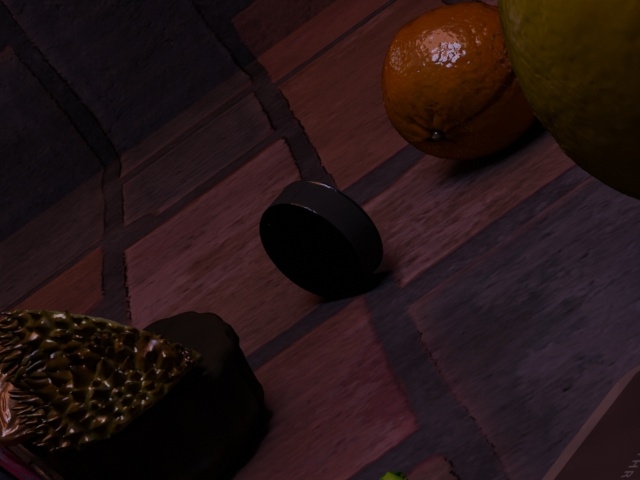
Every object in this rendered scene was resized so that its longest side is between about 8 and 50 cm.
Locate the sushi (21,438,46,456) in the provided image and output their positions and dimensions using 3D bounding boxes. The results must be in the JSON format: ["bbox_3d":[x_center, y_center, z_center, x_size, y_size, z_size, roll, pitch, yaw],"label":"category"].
[{"bbox_3d":[-0.306,0.181,2.038,0.127,0.124,0.225,-43,23,-22],"label":"sushi"}]

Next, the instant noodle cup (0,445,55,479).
[{"bbox_3d":[-0.413,0.272,1.839,0.258,0.302,0.181,34,84,40],"label":"instant noodle cup"}]

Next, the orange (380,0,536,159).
[{"bbox_3d":[0.160,-0.175,1.982,0.193,0.193,0.161,-23,45,39],"label":"orange"}]

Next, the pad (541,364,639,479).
[{"bbox_3d":[0.213,0.162,1.222,0.266,0.002,0.176,-46,19,-31],"label":"pad"}]

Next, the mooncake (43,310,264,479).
[{"bbox_3d":[-0.158,0.180,1.741,0.228,0.124,0.228,-28,19,11],"label":"mooncake"}]

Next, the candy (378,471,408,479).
[{"bbox_3d":[0.017,0.243,1.346,0.178,0.032,0.102,-40,16,-13],"label":"candy"}]

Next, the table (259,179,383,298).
[{"bbox_3d":[0.000,0.000,1.893,0.133,0.133,0.043,-17,26,50],"label":"table"}]

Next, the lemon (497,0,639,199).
[{"bbox_3d":[0.307,-0.182,1.390,0.348,0.348,0.348,-33,16,11],"label":"lemon"}]

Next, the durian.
[{"bbox_3d":[-0.226,0.129,1.680,0.139,0.144,0.252,-3,-9,-38],"label":"durian"}]

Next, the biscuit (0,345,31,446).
[{"bbox_3d":[-0.276,0.162,1.896,0.035,0.250,0.162,103,180,-51],"label":"biscuit"}]
